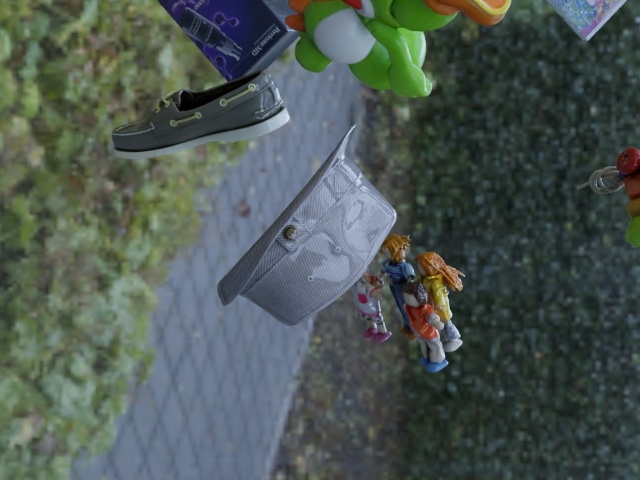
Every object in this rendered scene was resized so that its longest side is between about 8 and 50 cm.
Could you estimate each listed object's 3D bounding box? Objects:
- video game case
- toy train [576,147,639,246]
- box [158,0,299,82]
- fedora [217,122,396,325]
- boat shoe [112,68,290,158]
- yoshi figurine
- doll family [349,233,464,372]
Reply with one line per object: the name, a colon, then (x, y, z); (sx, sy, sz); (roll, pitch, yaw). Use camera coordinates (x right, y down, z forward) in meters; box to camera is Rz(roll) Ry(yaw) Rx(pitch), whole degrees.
video game case: (0.339, -0.354, 1.570); (0.143, 0.157, 0.019); (42, 3, -20)
toy train: (0.463, -0.052, 1.818); (0.105, 0.248, 0.143); (33, 56, -28)
box: (-0.146, -0.391, 2.157); (0.207, 0.153, 0.108); (49, 27, 3)
fedora: (0.000, 0.000, 1.541); (0.275, 0.124, 0.244); (-49, -178, -8)
boat shoe: (-0.199, -0.196, 1.968); (0.109, 0.305, 0.091); (-58, 134, -58)
yoshi figurine: (0.112, -0.290, 1.581); (0.203, 0.362, 0.203); (-41, 101, -32)
doll family: (0.137, 0.077, 1.907); (0.263, 0.118, 0.163); (20, -49, 58)
